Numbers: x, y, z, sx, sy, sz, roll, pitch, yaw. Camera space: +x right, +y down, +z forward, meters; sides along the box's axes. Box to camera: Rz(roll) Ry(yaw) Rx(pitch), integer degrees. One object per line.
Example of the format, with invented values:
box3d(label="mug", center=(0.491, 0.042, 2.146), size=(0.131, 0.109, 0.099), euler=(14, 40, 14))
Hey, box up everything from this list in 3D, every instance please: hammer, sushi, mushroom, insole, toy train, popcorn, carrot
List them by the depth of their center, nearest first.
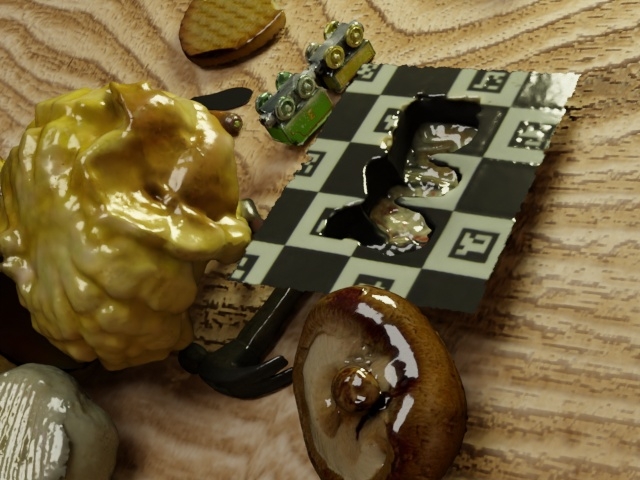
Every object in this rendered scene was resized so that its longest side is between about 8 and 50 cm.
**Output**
box3d(label="mushroom", center=(0.061, 0.158, 1.307), size=(0.138, 0.194, 0.231), euler=(-8, 64, -17))
box3d(label="sushi", center=(0.113, -0.041, 1.503), size=(0.296, 0.100, 0.373), euler=(7, 50, 29))
box3d(label="popcorn", center=(-0.210, -0.022, 1.566), size=(0.349, 0.381, 0.349), euler=(4, 95, 50))
box3d(label="hammer", center=(0.000, 0.000, 1.588), size=(0.168, 0.044, 0.440), euler=(17, 67, 48))
box3d(label="toy train", center=(-0.004, -0.214, 1.764), size=(0.202, 0.081, 0.060), euler=(-48, 40, -18))
box3d(label="carrot", center=(-0.145, -0.173, 1.880), size=(0.093, 0.032, 0.032), euler=(20, 69, 51))
box3d(label="insole", center=(-0.153, -0.207, 1.937), size=(0.135, 0.002, 0.045), euler=(-5, 51, 37))

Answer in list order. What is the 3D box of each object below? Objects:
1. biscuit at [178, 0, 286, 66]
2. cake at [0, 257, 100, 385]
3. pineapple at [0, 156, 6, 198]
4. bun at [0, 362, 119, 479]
box3d(label="biscuit", center=(-0.139, -0.339, 2.026), size=(0.176, 0.031, 0.228), euler=(-39, 37, 3))
box3d(label="cake", center=(-0.363, 0.118, 1.699), size=(0.185, 0.178, 0.208), euler=(-12, 62, -26))
box3d(label="pineapple", center=(-0.520, -0.049, 1.977), size=(0.161, 0.158, 0.334), euler=(-42, 40, 1))
box3d(label="bun", center=(-0.346, 0.267, 1.556), size=(0.239, 0.141, 0.239), euler=(-18, 56, 29))
